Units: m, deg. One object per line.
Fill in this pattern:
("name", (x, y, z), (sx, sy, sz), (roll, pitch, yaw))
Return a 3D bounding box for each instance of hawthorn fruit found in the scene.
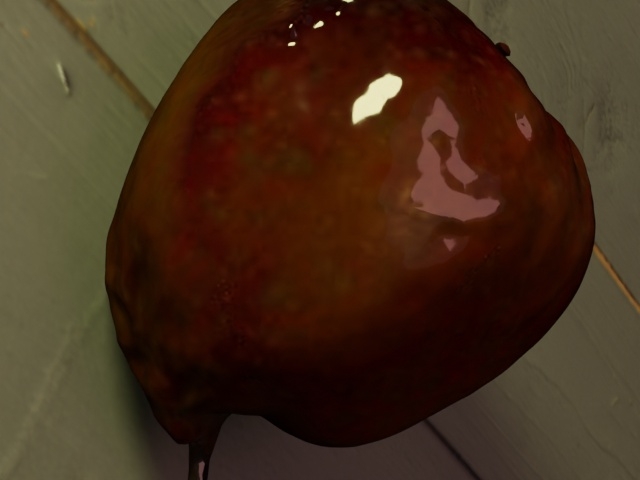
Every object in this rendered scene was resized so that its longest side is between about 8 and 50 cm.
("hawthorn fruit", (0.011, -0.019, 1.078), (0.308, 0.325, 0.308), (-24, 90, -86))
